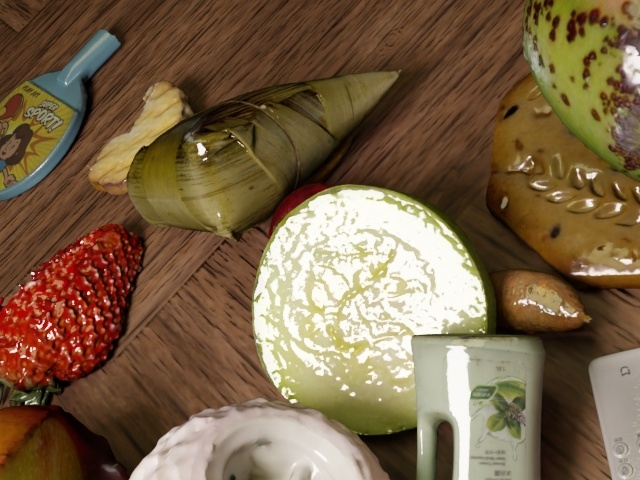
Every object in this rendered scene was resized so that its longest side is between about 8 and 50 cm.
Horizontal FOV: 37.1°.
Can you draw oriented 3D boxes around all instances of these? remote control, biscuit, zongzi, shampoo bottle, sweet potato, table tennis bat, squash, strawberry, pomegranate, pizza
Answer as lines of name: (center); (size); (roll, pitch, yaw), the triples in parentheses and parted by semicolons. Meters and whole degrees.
remote control: (0.281, 0.209, 0.800); (0.067, 0.029, 0.261); (-17, 53, 19)
biscuit: (0.335, -0.105, 0.974); (0.359, 0.046, 0.359); (-16, 52, 22)
zongzi: (-0.076, -0.121, 1.176); (0.300, 0.145, 0.273); (-36, 18, -25)
shampoo bottle: (0.136, 0.199, 0.826); (0.118, 0.087, 0.234); (-1, 85, 21)
sweet potato: (0.175, 0.058, 0.947); (0.226, 0.068, 0.068); (-1, 59, 42)
biscuit: (-0.235, -0.126, 1.316); (0.183, 0.061, 0.118); (-48, 50, -4)
table tennis bat: (-0.436, -0.200, 1.502); (0.215, 0.044, 0.329); (32, 81, 42)
squash: (0.048, 0.073, 0.942); (0.251, 0.049, 0.252); (1, 91, 24)
strawberry: (-0.340, 0.087, 1.203); (0.188, 0.106, 0.286); (14, 67, 35)
pomegranate: (0.301, -0.217, 0.808); (0.284, 0.341, 0.285); (-16, 47, 18)
pizza: (-0.014, -0.103, 1.188); (0.100, 0.029, 0.099); (7, 65, 35)

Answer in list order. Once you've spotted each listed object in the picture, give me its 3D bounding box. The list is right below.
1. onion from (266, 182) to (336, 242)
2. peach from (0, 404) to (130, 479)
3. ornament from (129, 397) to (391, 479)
onion: (0.000, 0.000, 1.051); (0.131, 0.131, 0.131); (-16, 53, 21)
peach: (-0.337, 0.353, 0.864); (0.309, 0.335, 0.406); (-17, 51, 15)
ornament: (-0.053, 0.270, 0.817); (0.259, 0.225, 0.259); (10, 39, -8)
